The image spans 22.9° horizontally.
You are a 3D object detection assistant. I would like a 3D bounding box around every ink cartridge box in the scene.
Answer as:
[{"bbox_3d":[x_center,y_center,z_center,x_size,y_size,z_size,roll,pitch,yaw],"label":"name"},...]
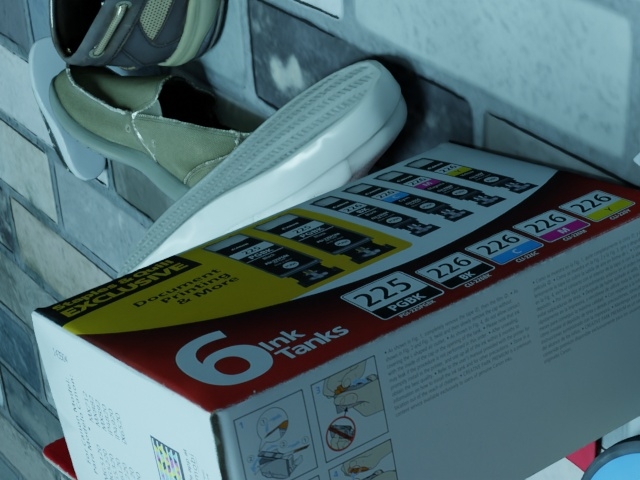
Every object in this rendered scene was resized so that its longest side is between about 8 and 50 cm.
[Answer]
[{"bbox_3d":[0.006,0.057,0.934,0.272,0.309,0.130,19,126,53],"label":"ink cartridge box"}]

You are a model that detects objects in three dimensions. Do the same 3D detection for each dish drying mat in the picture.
[{"bbox_3d":[0.168,0.112,1.017,0.032,0.008,0.083,36,140,44],"label":"dish drying mat"}]

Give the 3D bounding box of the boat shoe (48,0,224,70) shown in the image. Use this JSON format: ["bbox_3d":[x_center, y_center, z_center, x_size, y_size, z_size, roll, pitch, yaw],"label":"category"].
[{"bbox_3d":[-0.134,-0.256,1.129,0.132,0.130,0.355,46,145,33],"label":"boat shoe"}]

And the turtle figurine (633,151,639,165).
[{"bbox_3d":[0.219,0.050,0.764,0.175,0.118,0.234,-84,-15,-48],"label":"turtle figurine"}]

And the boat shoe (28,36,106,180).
[{"bbox_3d":[-0.245,-0.123,1.496,0.040,0.049,0.142,8,119,58],"label":"boat shoe"}]

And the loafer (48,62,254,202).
[{"bbox_3d":[-0.123,-0.098,1.288,0.251,0.094,0.087,32,113,33],"label":"loafer"}]

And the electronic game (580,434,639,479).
[{"bbox_3d":[0.234,0.222,0.943,0.229,0.048,0.229,38,140,41],"label":"electronic game"}]

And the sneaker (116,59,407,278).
[{"bbox_3d":[0.000,0.000,1.140,0.169,0.108,0.292,41,133,-14],"label":"sneaker"}]
